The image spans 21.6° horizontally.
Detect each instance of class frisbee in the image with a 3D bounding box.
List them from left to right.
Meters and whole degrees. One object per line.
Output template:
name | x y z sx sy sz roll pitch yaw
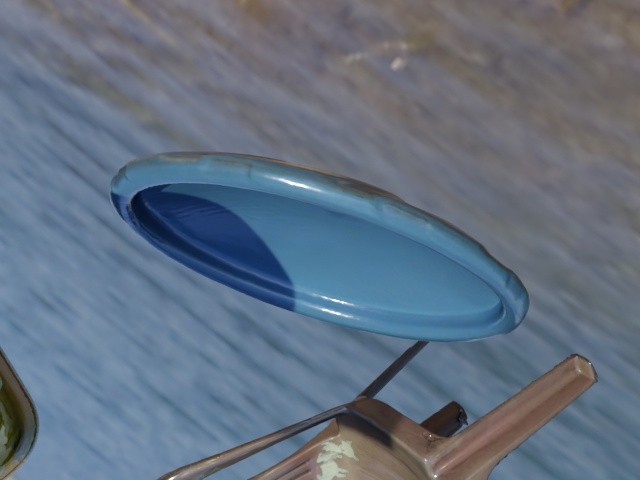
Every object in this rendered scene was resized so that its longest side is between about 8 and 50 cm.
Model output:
frisbee | 0.002 -0.004 1.111 0.289 0.049 0.289 16 164 5

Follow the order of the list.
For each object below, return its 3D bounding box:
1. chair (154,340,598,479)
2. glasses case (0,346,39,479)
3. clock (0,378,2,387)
chair | 0.043 0.203 1.302 0.183 0.326 0.175 27 139 45
glasses case | -0.419 0.084 1.595 0.371 0.173 0.141 56 177 5
clock | -0.359 0.090 0.921 0.286 0.348 0.117 -143 34 -71
